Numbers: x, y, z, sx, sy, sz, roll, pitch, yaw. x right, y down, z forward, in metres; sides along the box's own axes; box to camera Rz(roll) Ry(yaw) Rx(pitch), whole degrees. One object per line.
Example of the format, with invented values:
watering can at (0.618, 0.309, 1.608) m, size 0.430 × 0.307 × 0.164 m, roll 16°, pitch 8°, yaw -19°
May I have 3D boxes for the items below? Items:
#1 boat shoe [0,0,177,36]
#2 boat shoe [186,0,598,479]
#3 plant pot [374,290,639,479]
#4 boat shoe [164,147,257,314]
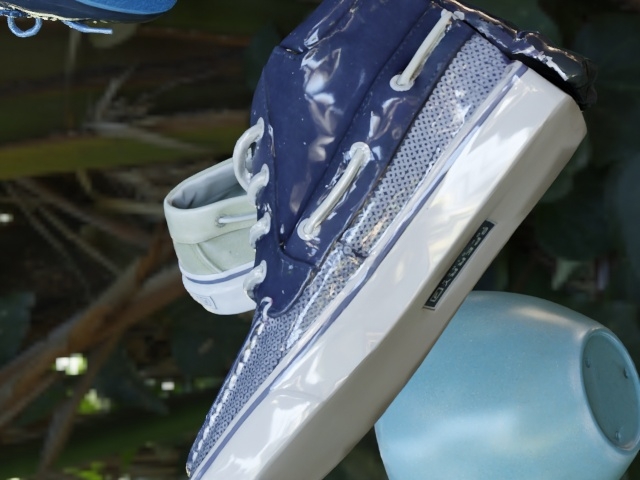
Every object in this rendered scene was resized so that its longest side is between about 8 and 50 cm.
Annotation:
boat shoe at (-0.220, -0.199, 0.960) m, size 0.089 × 0.258 × 0.109 m, roll -30°, pitch 51°, yaw 51°
boat shoe at (0.000, 0.000, 0.840) m, size 0.158 × 0.127 × 0.340 m, roll 39°, pitch 92°, yaw 21°
plant pot at (0.218, 0.176, 1.501) m, size 0.195 × 0.290 × 0.290 m, roll -19°, pitch 68°, yaw 35°
boat shoe at (0.029, -0.053, 1.053) m, size 0.109 × 0.302 × 0.094 m, roll 44°, pitch 160°, yaw 49°
